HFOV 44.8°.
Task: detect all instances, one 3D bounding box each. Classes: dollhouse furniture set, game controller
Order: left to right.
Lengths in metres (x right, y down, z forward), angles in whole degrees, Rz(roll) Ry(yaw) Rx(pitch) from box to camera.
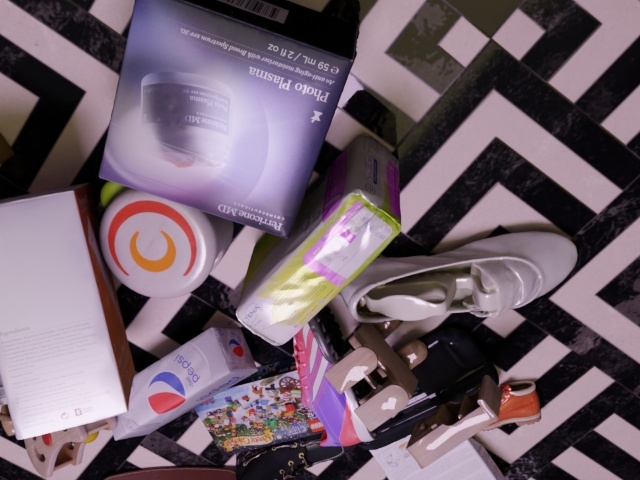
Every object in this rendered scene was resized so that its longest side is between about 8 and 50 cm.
[{"bbox_3d":[0.166,0.279,1.451,0.319,0.067,0.166,-30,99,19],"label":"game controller"},{"bbox_3d":[0.159,0.224,1.286,0.161,0.212,0.242,-40,89,20],"label":"dollhouse furniture set"}]

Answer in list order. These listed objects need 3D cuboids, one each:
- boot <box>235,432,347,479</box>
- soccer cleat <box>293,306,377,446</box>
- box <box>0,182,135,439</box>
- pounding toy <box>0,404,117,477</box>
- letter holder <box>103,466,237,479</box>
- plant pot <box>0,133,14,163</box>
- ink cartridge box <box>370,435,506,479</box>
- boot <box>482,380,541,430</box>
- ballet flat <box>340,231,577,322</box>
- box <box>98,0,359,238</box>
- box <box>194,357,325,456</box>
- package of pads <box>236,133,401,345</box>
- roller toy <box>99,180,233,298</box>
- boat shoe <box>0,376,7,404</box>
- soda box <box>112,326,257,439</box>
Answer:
[{"bbox_3d":[-0.063,0.455,1.489,0.237,0.178,0.085,-13,118,12],"label":"boot"},{"bbox_3d":[-0.002,0.231,1.380,0.116,0.108,0.318,-20,106,14],"label":"soccer cleat"},{"bbox_3d":[-0.415,0.097,1.218,0.168,0.215,0.345,-13,100,-8],"label":"box"},{"bbox_3d":[-0.512,0.364,1.437,0.270,0.155,0.154,-20,86,41],"label":"pounding toy"},{"bbox_3d":[-0.300,0.596,1.622,0.302,0.214,0.152,-5,151,6],"label":"letter holder"},{"bbox_3d":[-0.561,-0.141,1.243,0.082,0.083,0.081,-22,116,15],"label":"plant pot"},{"bbox_3d":[0.227,0.438,1.532,0.189,0.066,0.232,-35,86,18],"label":"ink cartridge box"},{"bbox_3d":[0.330,0.304,1.449,0.158,0.059,0.084,-10,115,0],"label":"boot"},{"bbox_3d":[0.229,0.079,1.283,0.400,0.139,0.139,-7,119,8],"label":"ballet flat"},{"bbox_3d":[-0.131,-0.200,1.124,0.296,0.182,0.294,18,121,-5],"label":"box"},{"bbox_3d":[-0.113,0.322,1.495,0.233,0.044,0.159,-17,117,14],"label":"box"},{"bbox_3d":[0.000,0.000,1.198,0.101,0.229,0.296,37,116,-15],"label":"package of pads"},{"bbox_3d":[-0.244,-0.013,1.256,0.191,0.146,0.209,1,110,10],"label":"roller toy"},{"bbox_3d":[-0.670,0.262,1.483,0.228,0.079,0.081,1,124,7],"label":"boat shoe"},{"bbox_3d":[-0.262,0.264,1.425,0.286,0.098,0.091,-32,70,20],"label":"soda box"}]
